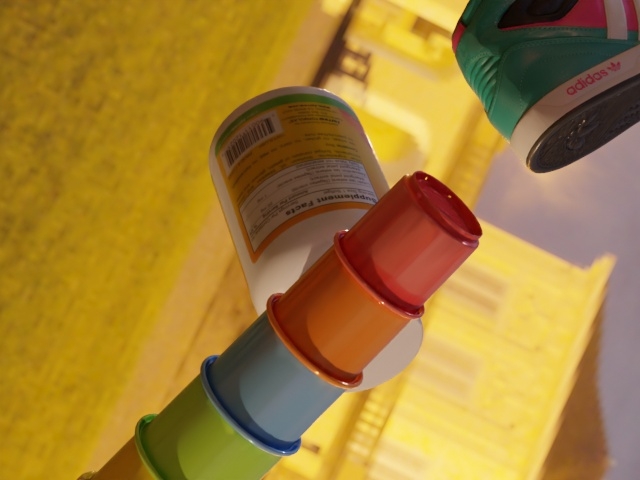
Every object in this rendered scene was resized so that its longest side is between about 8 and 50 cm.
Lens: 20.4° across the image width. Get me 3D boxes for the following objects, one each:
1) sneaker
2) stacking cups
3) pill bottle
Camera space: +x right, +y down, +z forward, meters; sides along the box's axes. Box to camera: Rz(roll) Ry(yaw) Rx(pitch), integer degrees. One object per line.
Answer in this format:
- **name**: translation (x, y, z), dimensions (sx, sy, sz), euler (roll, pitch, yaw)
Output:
- **sneaker**: translation (0.211, -0.175, 1.348), dimensions (0.295, 0.178, 0.124), euler (-25, 155, -33)
- **stacking cups**: translation (-0.027, 0.081, 1.133), dimensions (0.316, 0.096, 0.096), euler (-47, -172, 15)
- **pill bottle**: translation (0.000, 0.000, 1.431), dimensions (0.136, 0.136, 0.245), euler (-62, -147, 34)
